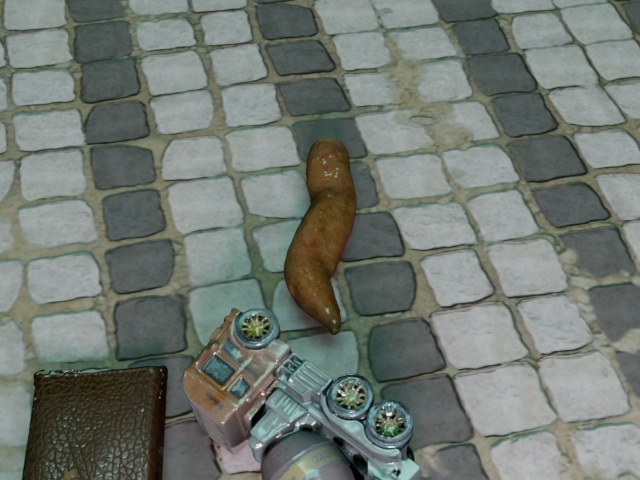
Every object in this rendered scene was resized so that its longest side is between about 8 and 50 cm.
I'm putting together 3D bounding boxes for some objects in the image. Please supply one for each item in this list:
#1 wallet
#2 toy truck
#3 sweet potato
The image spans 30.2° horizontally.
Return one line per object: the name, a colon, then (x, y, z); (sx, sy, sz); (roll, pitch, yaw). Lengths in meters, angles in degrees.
wallet: (-0.208, 0.219, 1.084); (0.133, 0.039, 0.243); (-6, 47, 1)
toy truck: (-0.018, 0.184, 1.081); (0.257, 0.108, 0.140); (34, 67, 23)
sweet potato: (0.000, 0.000, 1.287); (0.067, 0.059, 0.281); (15, 46, -4)
